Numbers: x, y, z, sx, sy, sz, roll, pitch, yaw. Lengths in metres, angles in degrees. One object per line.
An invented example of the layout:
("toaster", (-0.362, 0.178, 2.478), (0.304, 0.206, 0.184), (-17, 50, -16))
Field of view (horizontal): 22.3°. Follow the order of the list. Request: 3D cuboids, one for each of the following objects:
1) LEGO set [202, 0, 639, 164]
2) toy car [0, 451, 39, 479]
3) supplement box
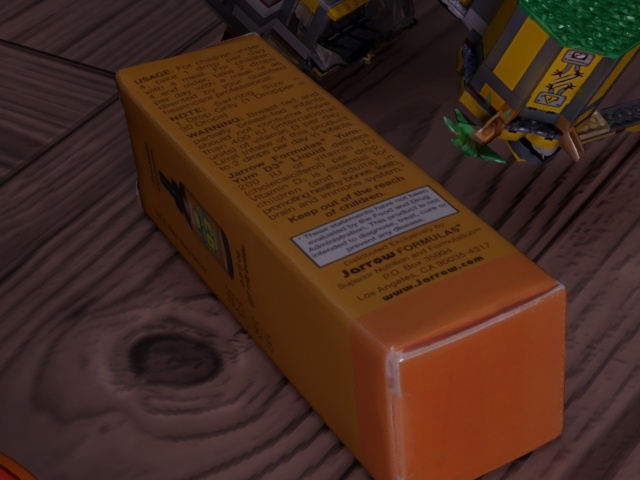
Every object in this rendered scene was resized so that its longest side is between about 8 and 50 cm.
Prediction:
("LEGO set", (0.098, -0.149, 0.801), (0.255, 0.192, 0.331), (39, 52, 7))
("toy car", (-0.101, 0.126, 0.439), (0.159, 0.136, 0.182), (-14, 37, -12))
("supplement box", (0.000, 0.000, 0.646), (0.080, 0.078, 0.233), (-23, 40, -22))
